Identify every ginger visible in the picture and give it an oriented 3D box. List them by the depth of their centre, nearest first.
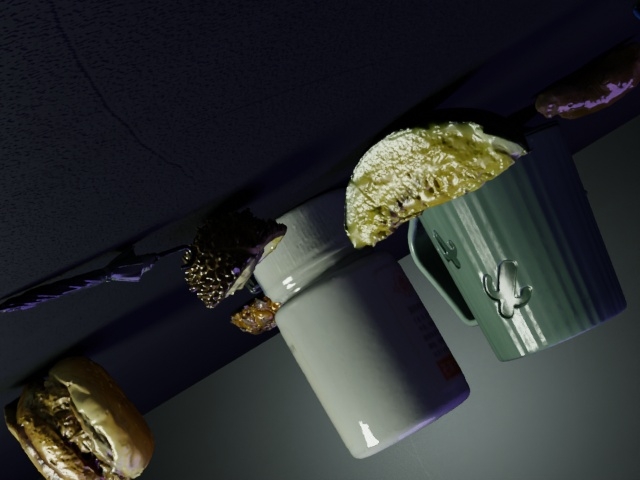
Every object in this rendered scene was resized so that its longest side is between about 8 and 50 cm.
[{"bbox_3d":[0.469,-0.258,2.060,0.206,0.081,0.115,-23,143,10],"label":"ginger"}]

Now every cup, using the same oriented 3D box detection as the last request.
[{"bbox_3d":[0.362,0.000,2.270,0.310,0.392,0.401,-24,178,-8],"label":"cup"}]

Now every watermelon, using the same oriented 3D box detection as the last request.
[{"bbox_3d":[0.138,-0.098,1.582,0.301,0.129,0.123,-29,174,37],"label":"watermelon"}]

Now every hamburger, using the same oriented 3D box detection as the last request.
[{"bbox_3d":[-0.367,0.294,1.889,0.163,0.244,0.244,-43,173,1],"label":"hamburger"}]

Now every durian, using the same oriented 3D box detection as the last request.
[{"bbox_3d":[-0.121,0.019,1.476,0.148,0.091,0.188,-50,176,-35],"label":"durian"}]

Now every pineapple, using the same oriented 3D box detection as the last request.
[{"bbox_3d":[-0.101,0.150,2.666,0.225,0.076,0.225,-28,175,-3],"label":"pineapple"}]

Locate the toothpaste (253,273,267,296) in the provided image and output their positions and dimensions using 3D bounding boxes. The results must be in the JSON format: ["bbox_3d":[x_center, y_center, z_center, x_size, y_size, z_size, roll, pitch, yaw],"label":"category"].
[{"bbox_3d":[0.000,0.000,1.994,0.272,0.066,0.053,-34,172,27],"label":"toothpaste"}]

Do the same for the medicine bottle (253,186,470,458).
[{"bbox_3d":[0.050,0.123,1.818,0.211,0.371,0.211,-29,172,-4],"label":"medicine bottle"}]

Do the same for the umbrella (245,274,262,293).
[{"bbox_3d":[-0.043,0.045,2.193,0.236,0.059,0.066,-27,156,-37],"label":"umbrella"}]

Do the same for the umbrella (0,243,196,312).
[{"bbox_3d":[-0.256,0.037,1.331,0.269,0.044,0.044,-15,-169,-36],"label":"umbrella"}]

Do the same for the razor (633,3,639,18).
[{"bbox_3d":[0.592,-0.400,1.676,0.324,0.093,0.056,-35,138,7],"label":"razor"}]
